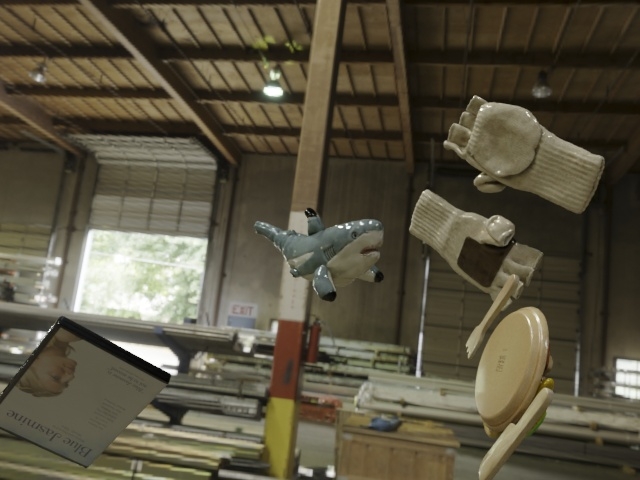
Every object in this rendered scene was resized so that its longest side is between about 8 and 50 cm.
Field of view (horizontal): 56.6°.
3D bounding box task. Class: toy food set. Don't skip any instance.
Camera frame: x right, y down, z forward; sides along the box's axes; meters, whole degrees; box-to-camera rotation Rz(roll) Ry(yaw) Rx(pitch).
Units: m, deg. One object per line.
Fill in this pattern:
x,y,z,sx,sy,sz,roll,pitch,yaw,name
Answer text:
0.188,0.127,0.571,0.038,0.133,0.192,21,31,-3,toy food set

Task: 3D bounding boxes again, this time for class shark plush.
0.000,0.000,0.563,0.073,0.067,0.161,-12,19,-29,shark plush

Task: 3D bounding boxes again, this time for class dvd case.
-0.367,0.236,0.890,0.180,0.022,0.253,35,-64,-20,dvd case

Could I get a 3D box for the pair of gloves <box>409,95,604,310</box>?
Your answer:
0.221,-0.052,0.771,0.042,0.240,0.204,-13,46,-43,pair of gloves
